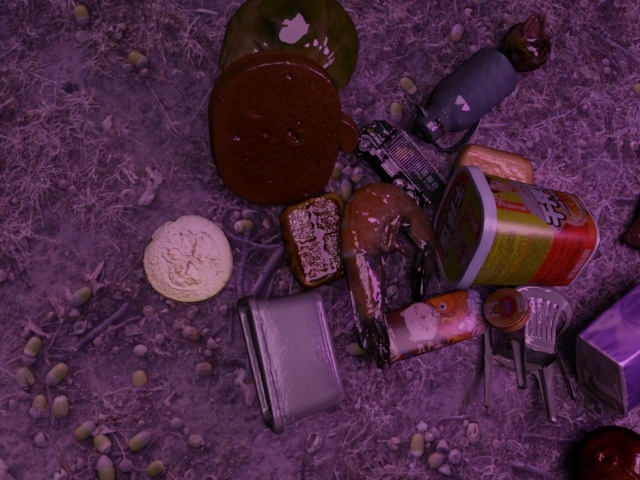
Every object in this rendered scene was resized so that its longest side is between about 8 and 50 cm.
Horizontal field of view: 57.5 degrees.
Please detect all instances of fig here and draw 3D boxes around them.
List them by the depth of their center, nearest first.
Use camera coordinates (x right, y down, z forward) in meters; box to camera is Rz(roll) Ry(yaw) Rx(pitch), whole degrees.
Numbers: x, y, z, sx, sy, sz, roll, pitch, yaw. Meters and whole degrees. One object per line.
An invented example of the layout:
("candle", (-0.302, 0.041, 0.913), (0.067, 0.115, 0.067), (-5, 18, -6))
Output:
("fig", (0.742, 0.572, 1.449), (0.203, 0.186, 0.249), (-44, 134, 7))

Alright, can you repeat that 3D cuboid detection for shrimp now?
("shrimp", (0.167, 0.082, 1.395), (0.271, 0.085, 0.446), (5, 80, -26))

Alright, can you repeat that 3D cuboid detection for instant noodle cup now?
("instant noodle cup", (0.465, -0.018, 1.402), (0.307, 0.294, 0.294), (6, 82, -11))

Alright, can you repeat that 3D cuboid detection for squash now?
("squash", (-0.319, 0.049, 1.417), (0.219, 0.041, 0.220), (0, 87, -8))

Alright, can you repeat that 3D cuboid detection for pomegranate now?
("pomegranate", (0.565, -0.533, 1.565), (0.125, 0.163, 0.138), (7, 59, -24))

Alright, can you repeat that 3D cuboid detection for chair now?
("chair", (0.523, 0.272, 1.438), (0.203, 0.191, 0.275), (13, 52, -7))

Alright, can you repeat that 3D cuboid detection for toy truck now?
("toy truck", (0.198, -0.195, 1.499), (0.121, 0.088, 0.259), (-41, 91, -10))

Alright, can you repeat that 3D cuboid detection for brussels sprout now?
("brussels sprout", (-0.092, -0.438, 1.396), (0.289, 0.281, 0.355), (35, 99, -33))

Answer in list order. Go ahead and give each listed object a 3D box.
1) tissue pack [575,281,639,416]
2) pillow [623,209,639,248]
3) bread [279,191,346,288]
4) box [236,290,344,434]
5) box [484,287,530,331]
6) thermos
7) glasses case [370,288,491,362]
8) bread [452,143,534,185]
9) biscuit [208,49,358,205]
("tissue pack", (0.801, 0.247, 1.441), (0.338, 0.160, 0.242), (-35, 130, -12))
("pillow", (1.015, -0.067, 1.592), (0.305, 0.108, 0.308), (27, 77, 1))
("bread", (0.000, 0.000, 1.440), (0.181, 0.096, 0.223), (-14, 85, -8))
("box", (-0.067, 0.268, 1.361), (0.182, 0.175, 0.312), (-11, 84, -18))
("box", (0.448, 0.168, 1.401), (0.037, 0.105, 0.106), (43, 75, -43))
("thermos", (0.371, -0.354, 1.526), (0.286, 0.145, 0.182), (-41, 123, -9))
("glasses case", (0.271, 0.211, 1.451), (0.320, 0.082, 0.122), (-16, 74, -8))
("bread", (0.444, -0.165, 1.523), (0.217, 0.098, 0.148), (17, 77, -5))
("biscuit", (-0.083, -0.248, 1.343), (0.350, 0.395, 0.070), (-1, 45, -15))
